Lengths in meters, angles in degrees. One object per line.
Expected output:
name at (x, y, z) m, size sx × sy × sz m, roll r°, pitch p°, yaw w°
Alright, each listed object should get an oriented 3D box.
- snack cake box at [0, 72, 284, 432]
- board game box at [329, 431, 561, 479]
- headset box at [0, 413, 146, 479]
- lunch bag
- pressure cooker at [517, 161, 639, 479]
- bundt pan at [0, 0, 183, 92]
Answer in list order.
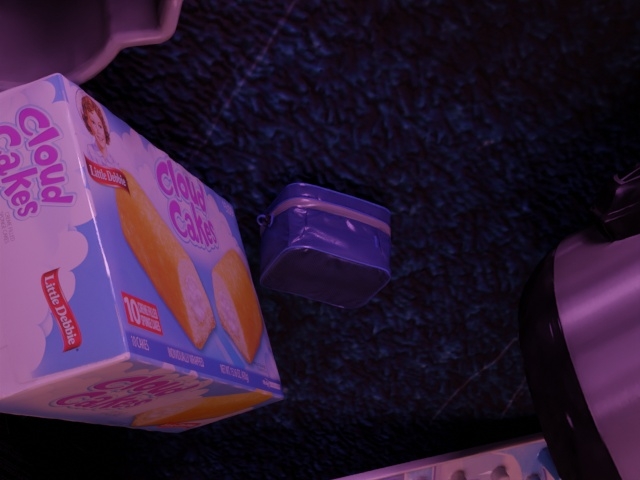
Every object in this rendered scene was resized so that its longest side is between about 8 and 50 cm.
snack cake box at (-0.115, 0.026, 0.598) m, size 0.089 × 0.152 × 0.264 m, roll -18°, pitch 164°, yaw 10°
board game box at (0.090, 0.376, 0.955) m, size 0.390 × 0.050 × 0.390 m, roll -9°, pitch 120°, yaw -17°
headset box at (-0.217, 0.267, 0.798) m, size 0.131 × 0.283 × 0.246 m, roll -46°, pitch 123°, yaw 1°
lunch bag at (0.000, 0.000, 0.723) m, size 0.098 × 0.065 × 0.067 m, roll 17°, pitch 144°, yaw -22°
pressure cooker at (0.387, 0.071, 0.627) m, size 0.420 × 0.370 × 0.375 m, roll -32°, pitch 132°, yaw 26°
bundt pan at (-0.185, -0.229, 0.451) m, size 0.330 × 0.124 × 0.331 m, roll -4°, pitch 133°, yaw -4°
